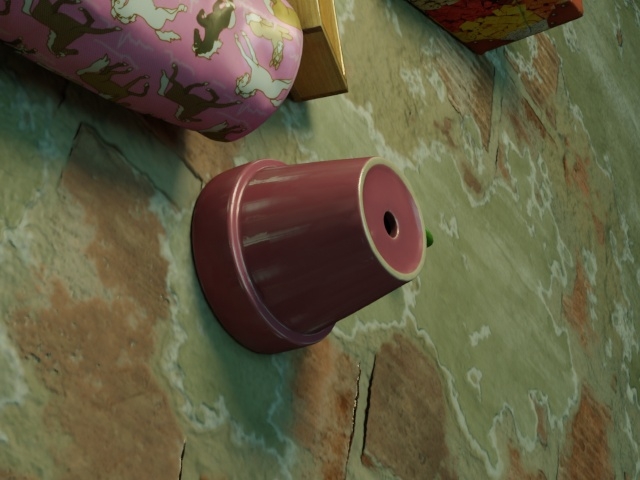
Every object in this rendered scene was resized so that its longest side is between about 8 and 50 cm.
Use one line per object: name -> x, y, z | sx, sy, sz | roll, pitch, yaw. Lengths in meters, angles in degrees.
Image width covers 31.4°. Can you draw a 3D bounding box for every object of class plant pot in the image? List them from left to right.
plant pot -> 0.000, 0.000, 1.161 | 0.201, 0.180, 0.201 | 32, 49, -47

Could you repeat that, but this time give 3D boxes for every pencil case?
pencil case -> -0.183, -0.221, 1.003 | 0.386, 0.160, 0.167 | 22, 34, -51

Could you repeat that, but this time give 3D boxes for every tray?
tray -> -0.046, -0.388, 1.308 | 0.203, 0.076, 0.411 | 52, 28, -74

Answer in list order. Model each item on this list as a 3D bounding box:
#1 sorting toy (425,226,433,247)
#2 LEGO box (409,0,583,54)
sorting toy -> 0.088, -0.012, 1.420 | 0.102, 0.061, 0.042 | 38, 68, 7
LEGO box -> 0.217, -0.598, 1.764 | 0.372, 0.193, 0.500 | 22, 58, -52
